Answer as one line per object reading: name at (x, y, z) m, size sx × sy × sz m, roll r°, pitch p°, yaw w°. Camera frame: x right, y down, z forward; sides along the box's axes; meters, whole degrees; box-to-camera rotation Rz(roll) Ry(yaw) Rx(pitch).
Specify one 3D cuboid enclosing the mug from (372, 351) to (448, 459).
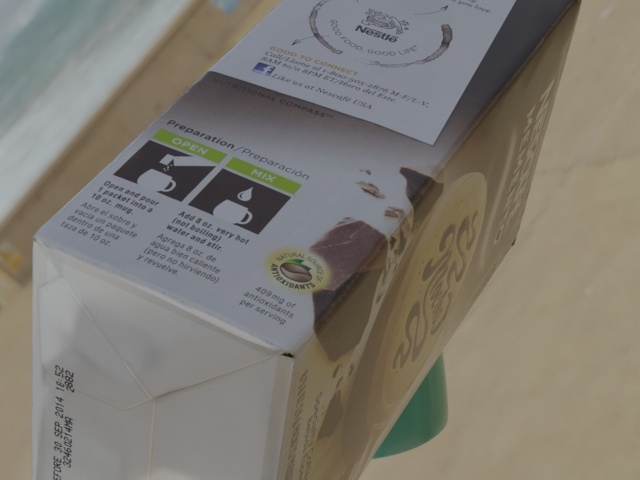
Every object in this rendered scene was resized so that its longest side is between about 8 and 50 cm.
mug at (0.016, 0.089, 1.144) m, size 0.129 × 0.097 × 0.157 m, roll 2°, pitch 17°, yaw 28°

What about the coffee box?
coffee box at (0.000, 0.000, 0.746) m, size 0.297 × 0.118 × 0.168 m, roll -51°, pitch -23°, yaw -45°
